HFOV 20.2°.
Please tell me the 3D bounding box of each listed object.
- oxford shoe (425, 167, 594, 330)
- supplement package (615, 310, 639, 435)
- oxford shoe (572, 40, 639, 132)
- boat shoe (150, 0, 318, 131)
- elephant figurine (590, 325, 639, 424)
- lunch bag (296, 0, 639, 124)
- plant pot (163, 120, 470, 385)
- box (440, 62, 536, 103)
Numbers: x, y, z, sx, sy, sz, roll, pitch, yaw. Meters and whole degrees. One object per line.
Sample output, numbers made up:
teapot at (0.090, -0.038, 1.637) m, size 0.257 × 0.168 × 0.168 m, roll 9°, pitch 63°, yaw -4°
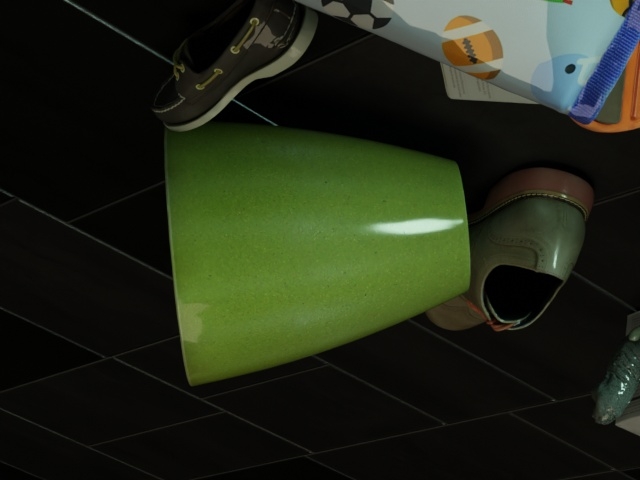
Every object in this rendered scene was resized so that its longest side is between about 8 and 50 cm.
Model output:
oxford shoe at (0.182, 0.043, 1.955) m, size 0.123 × 0.130 × 0.348 m, roll 16°, pitch 154°, yaw -9°
supplement package at (0.506, 0.170, 2.058) m, size 0.262 × 0.145 × 0.204 m, roll 26°, pitch 150°, yaw -25°
oxford shoe at (0.321, -0.199, 1.357) m, size 0.363 × 0.133 × 0.130 m, roll -17°, pitch 125°, yaw -12°
boat shoe at (-0.097, -0.175, 1.700) m, size 0.068 × 0.081 × 0.227 m, roll 30°, pitch 142°, yaw -28°
elephant figurine at (0.390, 0.070, 1.796) m, size 0.169 × 0.239 × 0.186 m, roll 17°, pitch 153°, yaw -10°
lunch bag at (0.113, -0.324, 1.110) m, size 0.327 × 0.239 × 0.385 m, roll 19°, pitch 124°, yaw -12°
plant pot at (0.000, 0.000, 1.844) m, size 0.293 × 0.275 × 0.275 m, roll -5°, pitch 154°, yaw -2°
box at (0.153, -0.185, 1.540) m, size 0.087 × 0.101 × 0.102 m, roll 5°, pitch 155°, yaw 14°
